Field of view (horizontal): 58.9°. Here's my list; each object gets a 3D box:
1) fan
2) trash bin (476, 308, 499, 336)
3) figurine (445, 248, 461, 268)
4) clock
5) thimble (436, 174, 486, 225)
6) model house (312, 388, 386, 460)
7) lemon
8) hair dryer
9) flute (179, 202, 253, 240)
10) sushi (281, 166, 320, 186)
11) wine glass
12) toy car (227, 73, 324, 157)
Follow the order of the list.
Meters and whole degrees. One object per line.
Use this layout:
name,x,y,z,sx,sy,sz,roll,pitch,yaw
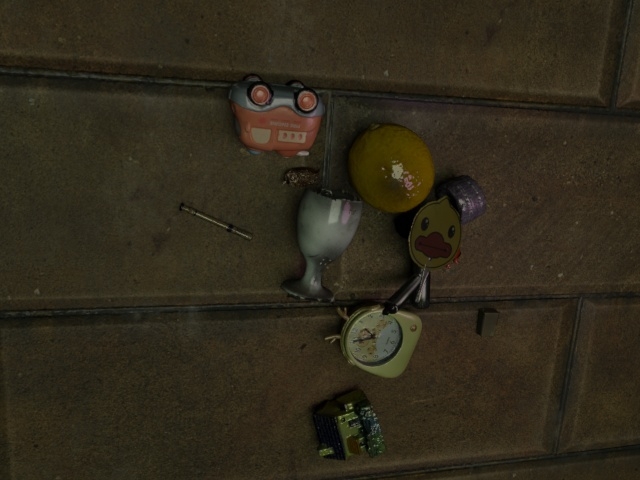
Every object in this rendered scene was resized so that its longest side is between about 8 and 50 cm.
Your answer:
fan,0.337,0.027,1.703,0.230,0.011,0.335,12,95,-37
trash bin,0.585,0.288,1.991,0.061,0.043,0.092,2,106,-15
figurine,0.419,0.035,1.836,0.068,0.140,0.075,-28,68,-2
clock,0.164,0.306,1.855,0.308,0.096,0.235,20,99,-18
thimble,0.446,-0.128,1.796,0.098,0.150,0.150,-25,108,-13
model house,0.080,0.624,1.874,0.211,0.170,0.194,-17,109,-9
lemon,0.206,-0.211,1.661,0.267,0.267,0.267,-3,104,-14
hair dryer,0.295,0.097,1.753,0.156,0.284,0.320,4,107,18
flute,-0.306,-0.053,1.681,0.233,0.027,0.027,25,96,-19
sushi,-0.060,-0.188,1.697,0.120,0.055,0.052,-4,111,-12
wine glass,0.004,0.004,1.681,0.190,0.190,0.357,9,104,-17
toy car,-0.129,-0.340,1.585,0.271,0.180,0.212,4,112,-16
